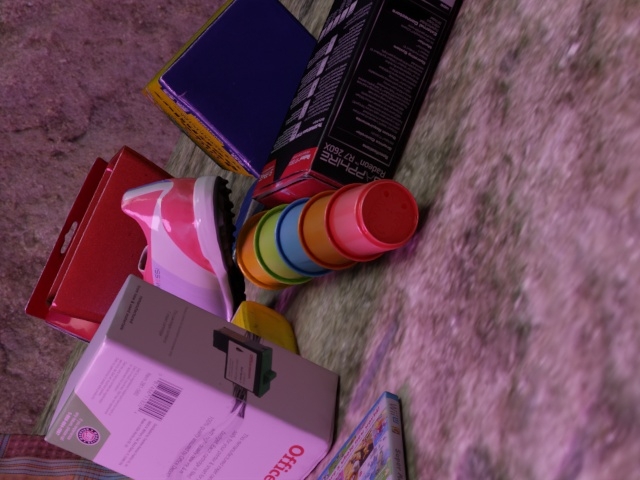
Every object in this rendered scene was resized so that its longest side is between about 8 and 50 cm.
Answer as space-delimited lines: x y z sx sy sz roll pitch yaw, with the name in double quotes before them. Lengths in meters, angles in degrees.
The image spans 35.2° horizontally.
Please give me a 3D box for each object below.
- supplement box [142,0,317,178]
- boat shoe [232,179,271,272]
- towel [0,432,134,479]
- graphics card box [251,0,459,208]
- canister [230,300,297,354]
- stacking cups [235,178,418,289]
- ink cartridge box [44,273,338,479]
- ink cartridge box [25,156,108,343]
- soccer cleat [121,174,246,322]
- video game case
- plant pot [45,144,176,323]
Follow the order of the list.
"supplement box" -0.124 -0.232 1.513 0.195 0.194 0.356 -47 14 -5
"boat shoe" -0.080 -0.011 1.349 0.066 0.066 0.183 -48 17 42
"towel" -0.383 0.390 1.390 0.370 0.271 0.040 -93 7 -62
"graphics card box" 0.054 -0.209 1.158 0.371 0.094 0.233 -69 15 -11
"canister" -0.096 0.164 1.120 0.170 0.073 0.126 -60 16 14
"stacking cups" 0.000 0.000 1.029 0.096 0.096 0.316 -68 17 -12
"ink cartridge box" -0.115 0.153 0.924 0.160 0.219 0.092 -53 16 36
"ink cartridge box" -0.354 0.041 1.821 0.309 0.130 0.272 -68 -23 -7
"soccer cleat" -0.155 0.053 1.207 0.109 0.116 0.318 -87 -4 -46
"video game case" 0.028 0.207 0.745 0.119 0.015 0.166 -57 17 29
"plant pot" -0.275 0.028 1.623 0.267 0.235 0.267 -67 14 -8
